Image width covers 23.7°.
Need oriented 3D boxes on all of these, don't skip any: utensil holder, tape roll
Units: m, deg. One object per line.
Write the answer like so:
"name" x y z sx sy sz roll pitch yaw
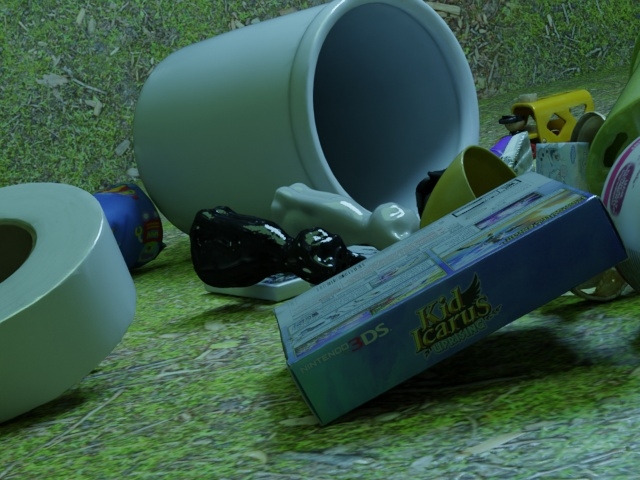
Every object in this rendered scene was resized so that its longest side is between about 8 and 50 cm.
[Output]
"utensil holder" -0.028 -0.155 2.123 0.328 0.327 0.385 -19 8 -42
"tape roll" -0.326 0.060 1.462 0.286 0.100 0.286 -14 31 9

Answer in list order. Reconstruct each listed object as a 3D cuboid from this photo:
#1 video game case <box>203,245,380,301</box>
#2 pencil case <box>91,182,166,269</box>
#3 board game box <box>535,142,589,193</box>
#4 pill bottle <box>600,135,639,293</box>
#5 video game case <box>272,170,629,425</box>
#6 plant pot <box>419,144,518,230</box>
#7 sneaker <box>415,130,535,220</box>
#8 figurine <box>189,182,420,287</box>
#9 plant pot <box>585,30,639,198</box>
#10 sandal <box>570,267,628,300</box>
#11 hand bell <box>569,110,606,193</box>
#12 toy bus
"video game case" -0.024 0.037 1.819 0.173 0.022 0.190 -16 10 -28
"pencil case" -0.344 0.013 2.089 0.119 0.133 0.306 24 26 24
"board game box" 0.298 -0.076 1.879 0.020 0.090 0.090 -2 3 -25
"pill bottle" 0.321 -0.007 1.125 0.160 0.160 0.283 -12 8 -5
"video game case" 0.095 0.039 1.257 0.270 0.061 0.244 -29 8 0
"plant pot" 0.164 -0.022 1.649 0.095 0.134 0.134 -38 -6 30
"sneaker" 0.195 -0.069 1.942 0.146 0.102 0.293 -10 8 17
"figurine" 0.000 0.000 1.715 0.209 0.092 0.215 8 19 42
"plant pot" 0.380 -0.096 1.435 0.276 0.276 0.254 -6 21 36
"sandal" 0.250 0.015 1.357 0.240 0.088 0.079 2 18 37
"hand bell" 0.442 -0.098 1.878 0.242 0.126 0.126 -2 5 -17
"toy bus" 0.366 -0.198 2.579 0.191 0.104 0.202 -8 8 24
